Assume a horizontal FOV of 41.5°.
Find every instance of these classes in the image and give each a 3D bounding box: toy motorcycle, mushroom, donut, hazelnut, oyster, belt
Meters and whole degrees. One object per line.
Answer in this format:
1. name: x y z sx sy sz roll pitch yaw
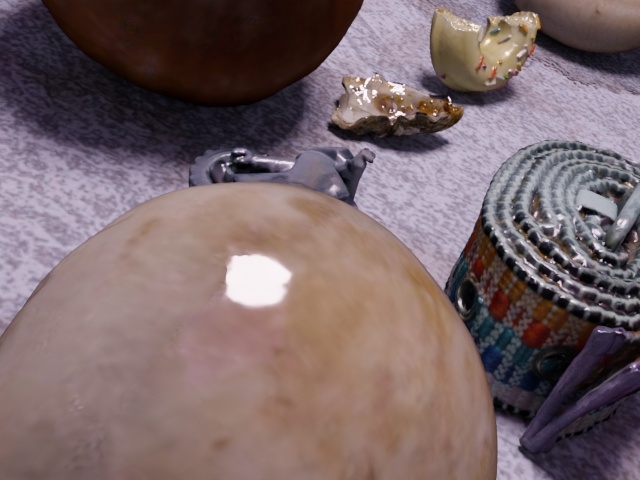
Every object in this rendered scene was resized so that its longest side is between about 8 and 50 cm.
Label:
1. toy motorcycle: 0.000 0.000 0.703 0.159 0.106 0.270 -14 46 -29
2. mushroom: -0.065 0.117 0.450 0.297 0.298 0.290 -18 16 -39
3. donut: 0.206 -0.237 1.070 0.165 0.108 0.065 -9 27 -36
4. hazelnut: -0.100 -0.298 0.813 0.365 0.366 0.366 13 39 -11
5. mushroom: 0.438 -0.446 1.286 0.292 0.290 0.293 10 38 -8
6. oyster: 0.088 -0.144 0.954 0.148 0.051 0.103 5 42 4
7. belt: 0.223 0.022 0.734 0.206 0.161 0.295 36 40 17
